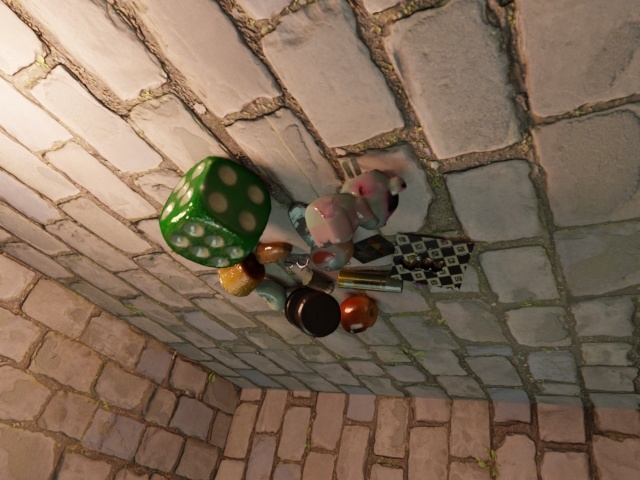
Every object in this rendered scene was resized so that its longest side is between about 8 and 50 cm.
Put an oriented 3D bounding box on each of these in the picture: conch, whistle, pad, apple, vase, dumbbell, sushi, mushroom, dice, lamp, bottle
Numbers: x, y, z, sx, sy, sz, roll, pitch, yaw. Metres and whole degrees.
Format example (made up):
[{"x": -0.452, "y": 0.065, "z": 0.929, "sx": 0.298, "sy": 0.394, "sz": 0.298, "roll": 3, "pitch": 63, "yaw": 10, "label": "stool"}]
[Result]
[{"x": -0.262, "y": 0.265, "z": 2.245, "sx": 0.184, "sy": 0.121, "sz": 0.221, "roll": -13, "pitch": 132, "yaw": 40, "label": "conch"}, {"x": 0.000, "y": 0.000, "z": 1.725, "sx": 0.189, "sy": 0.189, "sz": 0.348, "roll": -23, "pitch": 121, "yaw": 43, "label": "whistle"}, {"x": 0.207, "y": 0.039, "z": 1.842, "sx": 0.143, "sy": 0.003, "sz": 0.211, "roll": 34, "pitch": 142, "yaw": -29, "label": "pad"}, {"x": 0.189, "y": 0.359, "z": 2.181, "sx": 0.199, "sy": 0.199, "sz": 0.199, "roll": 10, "pitch": 147, "yaw": 6, "label": "apple"}, {"x": -0.004, "y": 0.200, "z": 2.098, "sx": 0.148, "sy": 0.081, "sz": 0.081, "roll": 28, "pitch": 144, "yaw": -25, "label": "vase"}, {"x": -0.043, "y": 0.331, "z": 2.086, "sx": 0.203, "sy": 0.204, "sz": 0.322, "roll": 23, "pitch": 172, "yaw": -14, "label": "dumbbell"}, {"x": 0.436, "y": 0.072, "z": 1.769, "sx": 0.289, "sy": 0.050, "sz": 0.264, "roll": 9, "pitch": 132, "yaw": 11, "label": "sushi"}, {"x": -0.225, "y": 0.051, "z": 1.957, "sx": 0.209, "sy": 0.072, "sz": 0.094, "roll": -10, "pitch": 131, "yaw": 33, "label": "mushroom"}, {"x": -0.368, "y": -0.095, "z": 1.583, "sx": 0.297, "sy": 0.300, "sz": 0.287, "roll": 36, "pitch": 139, "yaw": -30, "label": "dice"}, {"x": 0.097, "y": -0.126, "z": 1.406, "sx": 0.248, "sy": 0.301, "sz": 0.247, "roll": 62, "pitch": 156, "yaw": -1, "label": "lamp"}, {"x": 0.223, "y": 0.184, "z": 1.981, "sx": 0.286, "sy": 0.082, "sz": 0.082, "roll": 4, "pitch": 146, "yaw": 16, "label": "bottle"}]

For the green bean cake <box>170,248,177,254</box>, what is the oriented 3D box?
[{"x": -0.502, "y": 0.011, "z": 1.904, "sx": 0.236, "sy": 0.124, "sz": 0.233, "roll": 17, "pitch": 153, "yaw": -32, "label": "green bean cake"}]

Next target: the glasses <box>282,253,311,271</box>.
[{"x": -0.087, "y": 0.104, "z": 2.027, "sx": 0.139, "sy": 0.063, "sz": 0.103, "roll": -6, "pitch": 164, "yaw": 28, "label": "glasses"}]

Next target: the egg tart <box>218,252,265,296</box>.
[{"x": -0.354, "y": 0.145, "z": 2.058, "sx": 0.202, "sy": 0.203, "sz": 0.147, "roll": 34, "pitch": 128, "yaw": -28, "label": "egg tart"}]

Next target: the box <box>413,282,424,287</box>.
[{"x": 0.405, "y": 0.153, "z": 1.899, "sx": 0.036, "sy": 0.051, "sz": 0.117, "roll": -17, "pitch": 138, "yaw": 36, "label": "box"}]
